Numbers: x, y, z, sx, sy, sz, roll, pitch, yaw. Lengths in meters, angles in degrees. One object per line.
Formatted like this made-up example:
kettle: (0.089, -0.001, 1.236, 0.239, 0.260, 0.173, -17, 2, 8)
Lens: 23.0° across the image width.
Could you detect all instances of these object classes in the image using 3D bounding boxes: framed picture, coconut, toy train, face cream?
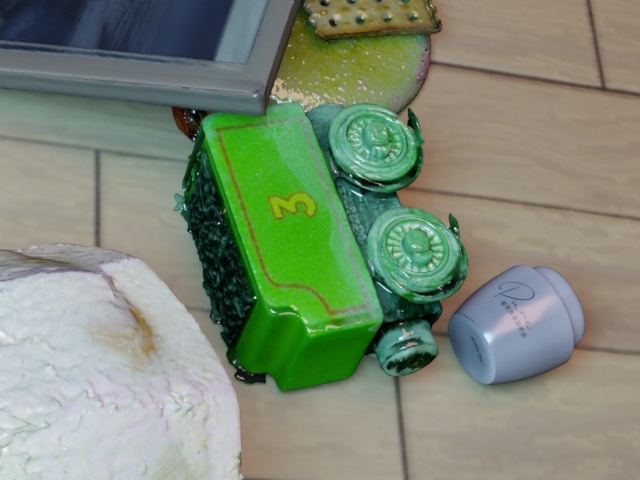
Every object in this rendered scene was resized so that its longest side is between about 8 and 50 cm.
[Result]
framed picture: (-0.148, -0.292, 1.343, 0.326, 0.028, 0.446, 6, 54, 13)
coconut: (-0.191, 0.150, 0.978, 0.309, 0.297, 0.297, -9, 63, -43)
toy train: (0.000, 0.000, 1.252, 0.188, 0.132, 0.243, -11, 63, -21)
face cream: (0.161, 0.071, 1.294, 0.095, 0.091, 0.091, -24, 72, -22)

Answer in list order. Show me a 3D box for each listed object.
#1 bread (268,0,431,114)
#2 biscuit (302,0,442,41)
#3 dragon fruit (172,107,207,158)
bread: (-0.003, -0.198, 1.425, 0.228, 0.033, 0.229, 9, 58, -15)
biscuit: (0.021, -0.266, 1.445, 0.144, 0.016, 0.203, -9, 62, -28)
dragon fruit: (-0.120, -0.158, 1.325, 0.094, 0.094, 0.191, -2, 71, -23)
